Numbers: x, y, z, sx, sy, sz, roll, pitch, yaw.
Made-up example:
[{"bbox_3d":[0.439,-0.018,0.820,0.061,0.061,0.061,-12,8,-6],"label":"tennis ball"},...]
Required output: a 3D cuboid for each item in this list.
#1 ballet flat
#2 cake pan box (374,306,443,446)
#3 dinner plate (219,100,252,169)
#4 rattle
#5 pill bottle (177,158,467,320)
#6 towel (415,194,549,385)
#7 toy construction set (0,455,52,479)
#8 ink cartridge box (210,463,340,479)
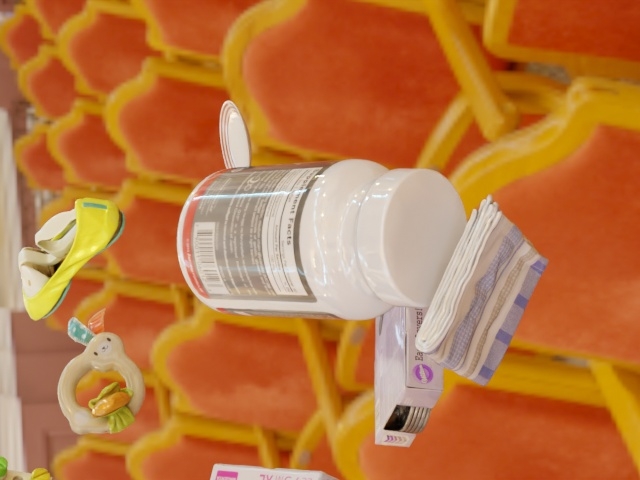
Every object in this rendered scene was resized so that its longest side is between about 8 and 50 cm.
[{"bbox_3d":[-0.337,0.019,1.572,0.231,0.077,0.077,-42,46,34],"label":"ballet flat"},{"bbox_3d":[0.141,0.181,2.021,0.245,0.070,0.266,104,170,-57],"label":"cake pan box"},{"bbox_3d":[-0.133,-0.156,1.992,0.141,0.017,0.141,171,90,-69],"label":"dinner plate"},{"bbox_3d":[-0.323,0.168,1.772,0.142,0.130,0.199,61,-158,-65],"label":"rattle"},{"bbox_3d":[0.000,0.000,1.630,0.363,0.210,0.210,0,91,43],"label":"pill bottle"},{"bbox_3d":[0.215,0.076,1.597,0.034,0.285,0.209,23,85,28],"label":"towel"},{"bbox_3d":[-0.600,0.383,1.902,0.215,0.328,0.151,-49,-32,-51],"label":"toy construction set"},{"bbox_3d":[0.020,0.371,1.643,0.186,0.311,0.065,-5,64,41],"label":"ink cartridge box"}]
